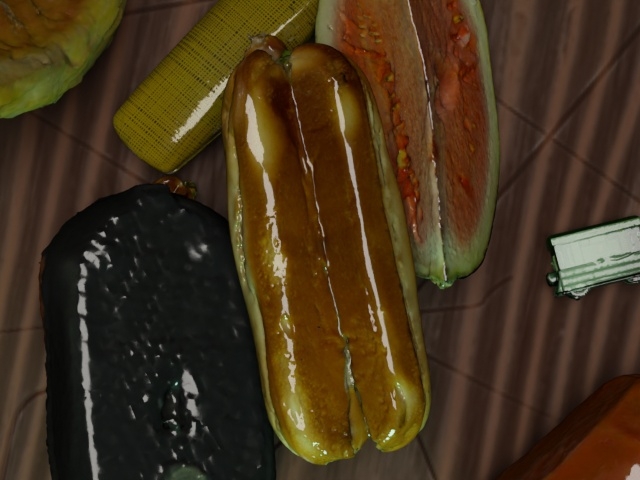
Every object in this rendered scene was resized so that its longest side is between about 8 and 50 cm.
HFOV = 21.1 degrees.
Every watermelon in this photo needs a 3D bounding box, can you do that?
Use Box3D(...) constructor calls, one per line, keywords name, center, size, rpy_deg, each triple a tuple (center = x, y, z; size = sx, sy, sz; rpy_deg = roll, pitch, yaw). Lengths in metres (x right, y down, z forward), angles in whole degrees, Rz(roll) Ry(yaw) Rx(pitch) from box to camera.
Box3D(name="watermelon", center=(0.056, -0.119, 1.372), size=(0.128, 0.159, 0.303), rpy_deg=(-6, 97, 24))

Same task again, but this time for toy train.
Box3D(name="toy train", center=(0.228, 0.015, 1.404), size=(0.093, 0.038, 0.056), rpy_deg=(-14, 83, 0))

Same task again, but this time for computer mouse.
Box3D(name="computer mouse", center=(-0.128, 0.117, 1.352), size=(0.183, 0.116, 0.323), rpy_deg=(-1, 82, -25))

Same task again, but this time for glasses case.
Box3D(name="glasses case", center=(-0.069, -0.153, 1.406), size=(0.079, 0.064, 0.234), rpy_deg=(43, 87, 7))

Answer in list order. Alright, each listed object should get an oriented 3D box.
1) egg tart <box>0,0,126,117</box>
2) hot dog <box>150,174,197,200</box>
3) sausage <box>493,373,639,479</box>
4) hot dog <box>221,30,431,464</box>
Box3D(name="egg tart", center=(-0.320, -0.257, 1.320), size=(0.169, 0.388, 0.388), rpy_deg=(-24, 84, 41))
Box3D(name="hot dog", center=(-0.148, -0.006, 1.413), size=(0.122, 0.037, 0.049), rpy_deg=(-43, 74, -6))
Box3D(name="sausage", center=(0.212, 0.217, 1.330), size=(0.268, 0.153, 0.141), rpy_deg=(-41, 95, -1))
Box3D(name="hot dog", center=(0.000, 0.000, 1.321), size=(0.135, 0.100, 0.337), rpy_deg=(-12, 87, 0))
